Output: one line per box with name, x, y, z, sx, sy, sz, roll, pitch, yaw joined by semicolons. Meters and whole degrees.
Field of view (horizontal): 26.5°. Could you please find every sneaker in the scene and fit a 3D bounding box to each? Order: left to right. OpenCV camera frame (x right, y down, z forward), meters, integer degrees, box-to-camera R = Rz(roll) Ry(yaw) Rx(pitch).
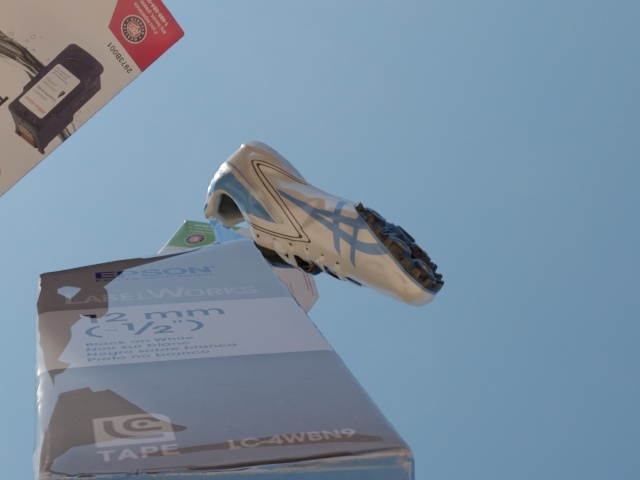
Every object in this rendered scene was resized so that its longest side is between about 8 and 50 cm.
sneaker;0.000;0.000;1.035;0.237;0.085;0.086;32;-90;42

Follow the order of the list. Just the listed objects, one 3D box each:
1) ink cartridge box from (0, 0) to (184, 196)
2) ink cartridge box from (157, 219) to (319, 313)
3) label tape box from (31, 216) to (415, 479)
ink cartridge box;-0.267;-0.174;1.179;0.237;0.172;0.100;-44;-141;-9
ink cartridge box;-0.123;0.083;1.408;0.154;0.212;0.093;7;-49;30
label tape box;-0.056;0.143;0.546;0.115;0.347;0.249;-4;-77;-13
